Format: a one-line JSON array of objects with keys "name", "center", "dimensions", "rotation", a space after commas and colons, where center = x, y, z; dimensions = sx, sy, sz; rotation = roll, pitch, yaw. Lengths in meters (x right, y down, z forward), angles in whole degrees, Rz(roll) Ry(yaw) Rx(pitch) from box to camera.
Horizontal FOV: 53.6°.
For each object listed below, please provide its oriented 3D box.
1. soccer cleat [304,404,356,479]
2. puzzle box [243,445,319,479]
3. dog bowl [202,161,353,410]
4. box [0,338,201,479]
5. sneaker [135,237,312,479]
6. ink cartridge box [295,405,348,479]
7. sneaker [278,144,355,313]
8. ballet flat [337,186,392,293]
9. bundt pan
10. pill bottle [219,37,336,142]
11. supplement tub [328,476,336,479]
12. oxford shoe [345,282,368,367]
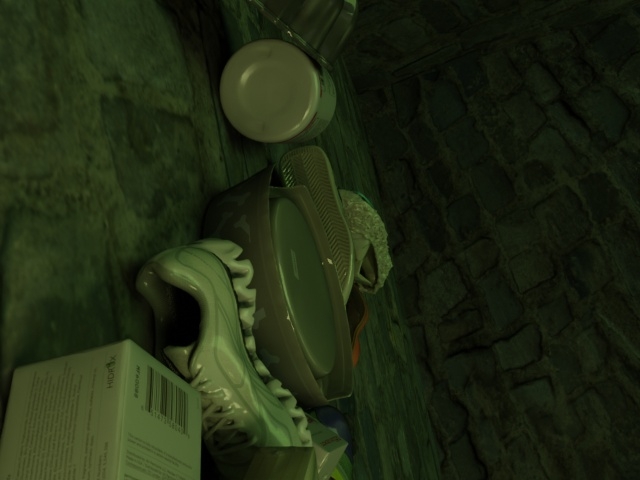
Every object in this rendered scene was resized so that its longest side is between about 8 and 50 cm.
[{"name": "soccer cleat", "center": [0.007, 0.373, 0.867], "dimensions": [0.121, 0.093, 0.289], "rotation": [-12, 91, -48]}, {"name": "puzzle box", "center": [-0.030, 0.398, 0.445], "dimensions": [0.272, 0.052, 0.409], "rotation": [-61, 146, -70]}, {"name": "dog bowl", "center": [-0.052, 0.069, 0.873], "dimensions": [0.349, 0.102, 0.349], "rotation": [-16, 90, -79]}, {"name": "box", "center": [-0.137, 0.135, 0.406], "dimensions": [0.101, 0.087, 0.102], "rotation": [60, 19, -52]}, {"name": "sneaker", "center": [-0.096, 0.140, 0.598], "dimensions": [0.292, 0.110, 0.118], "rotation": [68, 18, 7]}, {"name": "ink cartridge box", "center": [-0.039, 0.211, 0.688], "dimensions": [0.122, 0.052, 0.088], "rotation": [32, 0, 19]}, {"name": "sneaker", "center": [0.000, 0.000, 1.160], "dimensions": [0.148, 0.131, 0.350], "rotation": [70, 14, -59]}, {"name": "ballet flat", "center": [0.106, 0.024, 1.653], "dimensions": [0.409, 0.147, 0.147], "rotation": [59, 20, -55]}, {"name": "bundt pan", "center": [-0.068, -0.414, 0.976], "dimensions": [0.331, 0.124, 0.331], "rotation": [39, 14, -11]}, {"name": "pill bottle", "center": [-0.059, -0.249, 1.103], "dimensions": [0.283, 0.160, 0.160], "rotation": [-40, 115, -78]}, {"name": "supplement tub", "center": [0.008, 0.338, 0.741], "dimensions": [0.198, 0.106, 0.106], "rotation": [47, 26, -32]}, {"name": "oxford shoe", "center": [0.031, 0.137, 1.213], "dimensions": [0.271, 0.096, 0.098], "rotation": [-84, 150, -61]}]
